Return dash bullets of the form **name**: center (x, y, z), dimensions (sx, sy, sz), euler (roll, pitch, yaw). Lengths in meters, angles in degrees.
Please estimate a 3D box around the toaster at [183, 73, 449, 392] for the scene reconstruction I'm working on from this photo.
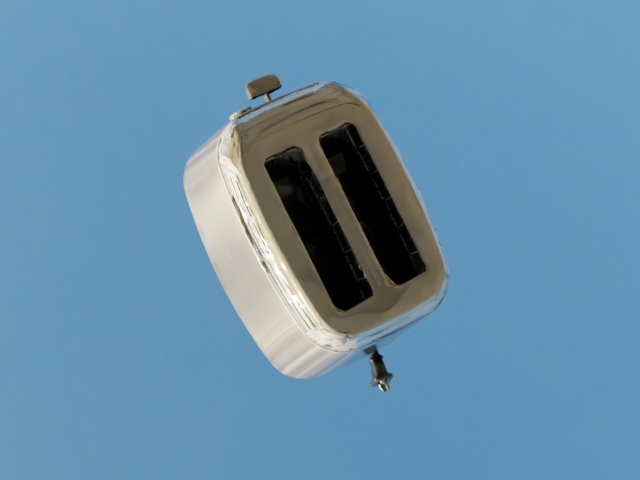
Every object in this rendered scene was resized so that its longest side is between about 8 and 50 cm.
- **toaster**: center (0.000, 0.000, 0.977), dimensions (0.129, 0.146, 0.227), euler (-24, -95, -15)
